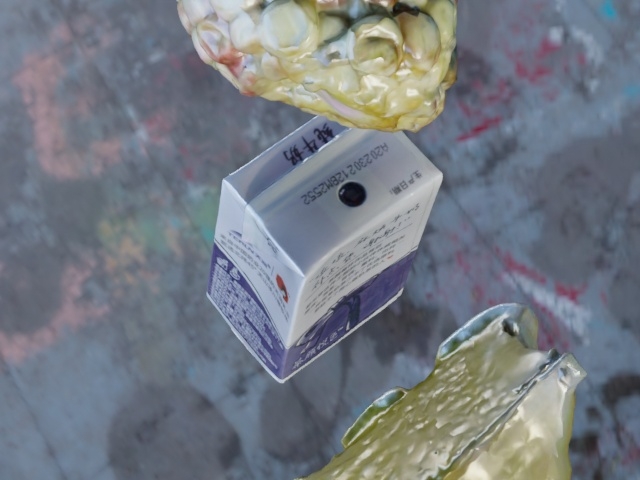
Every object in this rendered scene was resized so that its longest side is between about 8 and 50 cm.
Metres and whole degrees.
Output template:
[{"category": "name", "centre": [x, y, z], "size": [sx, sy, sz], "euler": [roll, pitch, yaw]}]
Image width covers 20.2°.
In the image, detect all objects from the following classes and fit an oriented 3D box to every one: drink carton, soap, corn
[{"category": "drink carton", "centre": [-0.001, 0.000, 1.341], "size": [0.134, 0.222, 0.102], "euler": [-34, 74, -19]}, {"category": "soap", "centre": [0.105, 0.259, 1.026], "size": [0.304, 0.339, 0.169], "euler": [-40, 22, -9]}, {"category": "corn", "centre": [-0.022, -0.146, 0.456], "size": [0.086, 0.086, 0.253], "euler": [-13, 80, 5]}]
